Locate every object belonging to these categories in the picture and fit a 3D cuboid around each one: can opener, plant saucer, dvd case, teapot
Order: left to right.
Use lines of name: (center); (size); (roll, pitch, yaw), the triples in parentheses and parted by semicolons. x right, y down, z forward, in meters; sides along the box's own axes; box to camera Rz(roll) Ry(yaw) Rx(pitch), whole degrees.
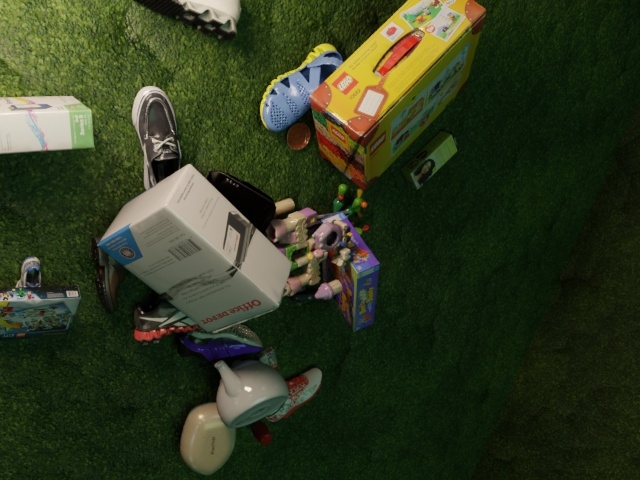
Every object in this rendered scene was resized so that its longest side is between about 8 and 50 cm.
teapot: (-0.235, 0.475, 1.873); (0.253, 0.187, 0.256); (-11, 148, -35)
plant saucer: (-0.069, -0.316, 1.743); (0.084, 0.013, 0.083); (-17, 121, -31)
can opener: (-0.032, 0.188, 2.003); (0.186, 0.059, 0.073); (7, 108, -39)
dvd case: (0.000, 0.000, 1.903); (0.165, 0.018, 0.221); (-11, 137, -23)

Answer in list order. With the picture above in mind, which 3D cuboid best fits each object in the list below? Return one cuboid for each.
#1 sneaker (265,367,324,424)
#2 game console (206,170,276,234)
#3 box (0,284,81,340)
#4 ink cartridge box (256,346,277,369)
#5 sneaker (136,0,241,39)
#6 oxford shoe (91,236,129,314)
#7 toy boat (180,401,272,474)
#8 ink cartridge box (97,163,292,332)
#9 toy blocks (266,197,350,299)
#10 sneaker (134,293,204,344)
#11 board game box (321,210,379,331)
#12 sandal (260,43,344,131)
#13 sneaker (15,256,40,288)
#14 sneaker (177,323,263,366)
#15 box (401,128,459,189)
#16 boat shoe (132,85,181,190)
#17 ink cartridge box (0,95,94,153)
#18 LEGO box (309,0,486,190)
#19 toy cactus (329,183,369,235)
sneaker: (-0.111, 0.548, 2.110); (0.270, 0.090, 0.145); (-42, 134, -10)
game console: (-0.285, -0.009, 1.640); (0.213, 0.044, 0.361); (30, 109, 0)
box: (-0.734, 0.181, 1.425); (0.233, 0.044, 0.159); (1, 136, -38)
ink cartridge box: (-0.186, 0.438, 2.035); (0.063, 0.029, 0.115); (-25, 125, -27)
sneaker: (-0.332, -0.603, 1.336); (0.331, 0.122, 0.146); (15, 85, -41)
oxford shoe: (-0.549, 0.094, 1.539); (0.096, 0.083, 0.227); (-13, 121, -38)
toy boat: (-0.330, 0.665, 1.983); (0.318, 0.148, 0.267); (3, 106, -31)
ink cartridge box: (-0.311, 0.038, 1.481); (0.395, 0.286, 0.166); (46, 39, -28)
toy blocks: (-0.108, 0.061, 1.707); (0.260, 0.309, 0.288); (-24, 125, -35)
sneaker: (-0.409, 0.204, 1.660); (0.276, 0.097, 0.135); (-12, 104, -8)
board game box: (0.091, 0.107, 1.865); (0.078, 0.233, 0.347); (-22, 144, -15)
sandal: (-0.038, -0.429, 1.626); (0.317, 0.138, 0.126); (-47, 135, -6)
sneaker: (-0.723, 0.111, 1.427); (0.052, 0.058, 0.135); (-1, 114, -38)
sneaker: (-0.327, 0.338, 1.836); (0.293, 0.102, 0.146); (19, 107, -39)
box: (0.400, -0.296, 2.088); (0.232, 0.058, 0.087); (-45, 132, -11)
boat shoe: (-0.406, -0.234, 1.463); (0.108, 0.102, 0.301); (-12, 120, -33)
ink cartridge box: (-0.622, -0.253, 1.249); (0.213, 0.154, 0.093); (-12, 120, -33)
LEGO box: (0.221, -0.436, 1.678); (0.500, 0.193, 0.372); (-46, 164, -10)
toy cactus: (0.081, -0.079, 1.936); (0.181, 0.112, 0.219); (-31, 138, -9)
